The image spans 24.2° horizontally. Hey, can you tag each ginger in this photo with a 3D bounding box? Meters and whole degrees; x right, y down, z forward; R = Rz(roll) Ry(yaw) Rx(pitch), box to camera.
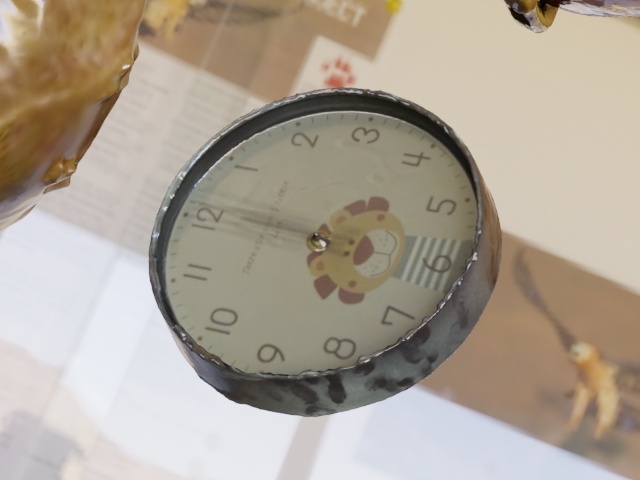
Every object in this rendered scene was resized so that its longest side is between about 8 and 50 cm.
[{"bbox_3d":[-0.234,-0.108,0.826,0.269,0.200,0.223,-18,56,-46],"label":"ginger"}]

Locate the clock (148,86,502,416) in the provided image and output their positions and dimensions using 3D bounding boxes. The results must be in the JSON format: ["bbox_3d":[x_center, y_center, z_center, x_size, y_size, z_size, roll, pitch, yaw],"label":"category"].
[{"bbox_3d":[0.001,0.001,1.292,0.312,0.313,0.061,16,-27,26],"label":"clock"}]

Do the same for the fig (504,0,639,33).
[{"bbox_3d":[0.159,-0.204,0.818,0.205,0.205,0.205,21,-14,5],"label":"fig"}]
